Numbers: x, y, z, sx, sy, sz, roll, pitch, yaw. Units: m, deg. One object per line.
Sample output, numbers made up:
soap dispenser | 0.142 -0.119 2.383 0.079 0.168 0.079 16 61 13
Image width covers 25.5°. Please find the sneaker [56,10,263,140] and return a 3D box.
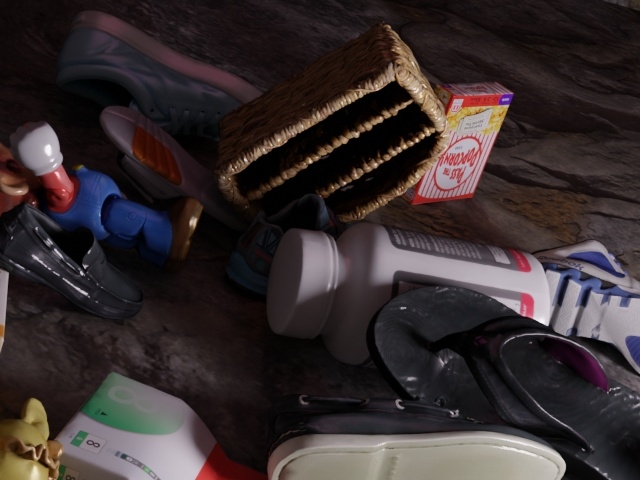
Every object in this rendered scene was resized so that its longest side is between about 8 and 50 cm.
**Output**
sneaker | -0.232 -0.198 2.140 0.366 0.135 0.150 25 64 -9

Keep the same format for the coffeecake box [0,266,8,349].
coffeecake box | -0.414 0.068 1.522 0.142 0.068 0.185 13 27 -17

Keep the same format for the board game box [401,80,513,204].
board game box | 0.211 -0.154 2.230 0.147 0.193 0.045 -9 38 -43

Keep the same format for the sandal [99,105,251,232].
sandal | -0.208 -0.078 1.951 0.265 0.076 0.102 38 28 -10

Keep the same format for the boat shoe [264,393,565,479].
boat shoe | 0.098 0.216 1.519 0.340 0.127 0.113 1 40 -18

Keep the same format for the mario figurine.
mario figurine | -0.302 -0.079 1.753 0.321 0.198 0.170 19 38 -10

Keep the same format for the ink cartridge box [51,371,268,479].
ink cartridge box | -0.143 0.224 1.408 0.225 0.056 0.181 19 20 5

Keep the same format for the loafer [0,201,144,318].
loafer | -0.278 0.025 1.616 0.223 0.078 0.076 33 21 -42

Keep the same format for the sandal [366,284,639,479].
sandal | 0.266 0.167 1.612 0.446 0.107 0.167 27 58 -9

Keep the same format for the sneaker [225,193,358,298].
sneaker | 0.000 0.000 1.868 0.262 0.125 0.104 -11 40 -46

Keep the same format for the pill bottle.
pill bottle | 0.104 0.074 1.738 0.319 0.176 0.176 10 27 -18

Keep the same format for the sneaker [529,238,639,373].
sneaker | 0.415 0.079 1.993 0.315 0.127 0.182 21 28 6

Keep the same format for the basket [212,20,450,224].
basket | 0.026 -0.117 1.913 0.213 0.299 0.223 56 11 -21

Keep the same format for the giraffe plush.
giraffe plush | -0.319 0.191 1.267 0.210 0.181 0.170 4 -15 42
